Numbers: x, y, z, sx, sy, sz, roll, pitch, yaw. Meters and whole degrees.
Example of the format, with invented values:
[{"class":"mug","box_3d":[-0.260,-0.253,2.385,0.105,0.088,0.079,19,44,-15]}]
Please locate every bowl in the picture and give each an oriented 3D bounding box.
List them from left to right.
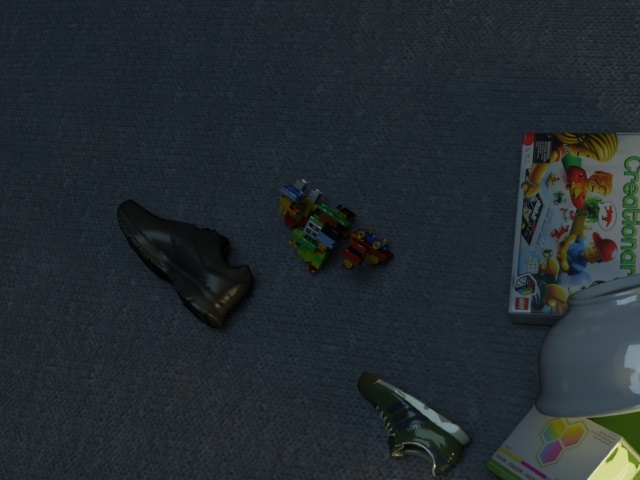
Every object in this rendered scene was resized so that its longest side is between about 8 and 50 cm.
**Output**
[{"class":"bowl","box_3d":[0.406,0.120,1.347,0.298,0.298,0.134,-17,90,11]}]

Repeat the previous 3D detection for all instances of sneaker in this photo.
[{"class":"sneaker","box_3d":[-0.227,0.019,1.745,0.130,0.109,0.286,-44,70,-11]},{"class":"sneaker","box_3d":[0.119,0.273,1.524,0.192,0.064,0.086,29,73,24]}]

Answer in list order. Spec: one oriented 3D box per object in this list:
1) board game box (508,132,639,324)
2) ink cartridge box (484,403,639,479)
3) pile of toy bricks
[{"class":"board game box","box_3d":[0.394,-0.020,1.572,0.193,0.053,0.305,1,67,18]},{"class":"ink cartridge box","box_3d":[0.369,0.259,1.380,0.255,0.097,0.189,-49,20,-8]},{"class":"pile of toy bricks","box_3d":[0.000,0.000,1.678,0.212,0.118,0.105,36,114,19]}]
